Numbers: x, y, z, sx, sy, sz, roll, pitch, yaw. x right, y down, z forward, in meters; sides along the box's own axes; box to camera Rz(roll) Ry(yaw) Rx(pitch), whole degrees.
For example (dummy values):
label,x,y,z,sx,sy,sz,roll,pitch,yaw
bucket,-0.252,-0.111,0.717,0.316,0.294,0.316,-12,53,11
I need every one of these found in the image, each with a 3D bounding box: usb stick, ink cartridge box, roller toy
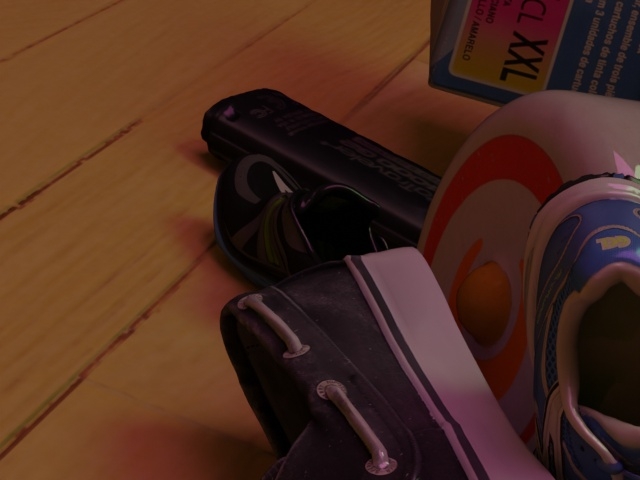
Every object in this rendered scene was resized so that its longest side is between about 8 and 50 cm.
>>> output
label,x,y,z,sx,sy,sz,roll,pitch,yaw
usb stick,0.051,-0.015,1.119,0.278,0.045,0.077,30,31,28
ink cartridge box,0.273,-0.141,1.215,0.395,0.151,0.270,17,19,-2
roller toy,0.125,0.037,0.850,0.146,0.209,0.191,7,11,-23

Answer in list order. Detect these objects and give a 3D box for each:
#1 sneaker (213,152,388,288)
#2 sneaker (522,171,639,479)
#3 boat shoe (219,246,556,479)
label,x,y,z,sx,sy,sz,roll,pitch,yaw
sneaker,0.000,0.000,0.992,0.067,0.078,0.188,7,23,-26
sneaker,0.110,0.085,0.713,0.080,0.211,0.081,-10,12,6
boat shoe,0.026,0.105,0.727,0.102,0.108,0.301,-10,37,-11
